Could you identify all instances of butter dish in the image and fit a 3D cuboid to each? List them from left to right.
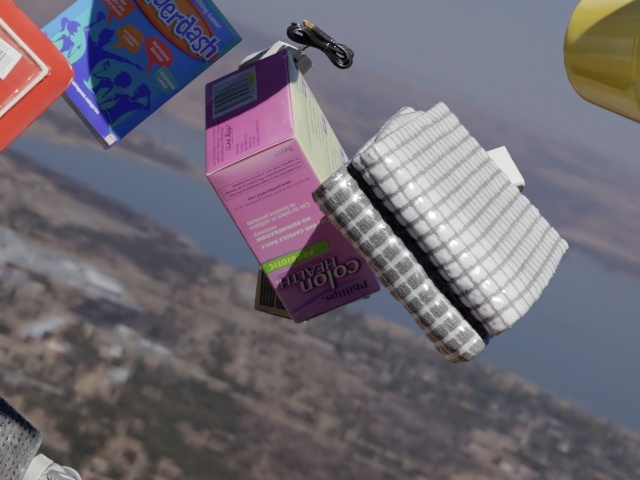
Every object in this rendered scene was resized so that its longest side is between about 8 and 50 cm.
[{"bbox_3d":[-0.381,-0.181,1.790,0.160,0.160,0.118,46,-18,-9],"label":"butter dish"}]

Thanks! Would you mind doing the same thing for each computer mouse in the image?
[{"bbox_3d":[-0.049,-0.254,2.356,0.106,0.042,0.193,30,-34,-30],"label":"computer mouse"}]

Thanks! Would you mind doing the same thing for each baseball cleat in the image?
[{"bbox_3d":[-0.355,0.355,2.209,0.109,0.072,0.206,32,-4,-28],"label":"baseball cleat"}]

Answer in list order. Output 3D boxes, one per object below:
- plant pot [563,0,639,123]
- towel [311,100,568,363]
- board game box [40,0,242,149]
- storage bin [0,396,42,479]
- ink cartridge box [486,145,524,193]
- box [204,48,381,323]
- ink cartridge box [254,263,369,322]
[{"bbox_3d":[0.462,-0.251,2.149,0.254,0.254,0.239,17,-1,-42],"label":"plant pot"},{"bbox_3d":[0.121,-0.015,1.670,0.235,0.121,0.284,49,21,-1],"label":"towel"},{"bbox_3d":[-0.223,-0.235,1.930,0.160,0.210,0.047,50,-12,-9],"label":"board game box"},{"bbox_3d":[-0.380,0.249,1.662,0.122,0.180,0.084,-21,-58,37],"label":"storage bin"},{"bbox_3d":[0.161,-0.047,1.908,0.099,0.135,0.056,99,-30,-62],"label":"ink cartridge box"},{"bbox_3d":[-0.035,-0.066,1.952,0.243,0.117,0.213,59,14,-33],"label":"box"},{"bbox_3d":[0.000,0.000,2.336,0.088,0.193,0.235,11,11,23],"label":"ink cartridge box"}]
